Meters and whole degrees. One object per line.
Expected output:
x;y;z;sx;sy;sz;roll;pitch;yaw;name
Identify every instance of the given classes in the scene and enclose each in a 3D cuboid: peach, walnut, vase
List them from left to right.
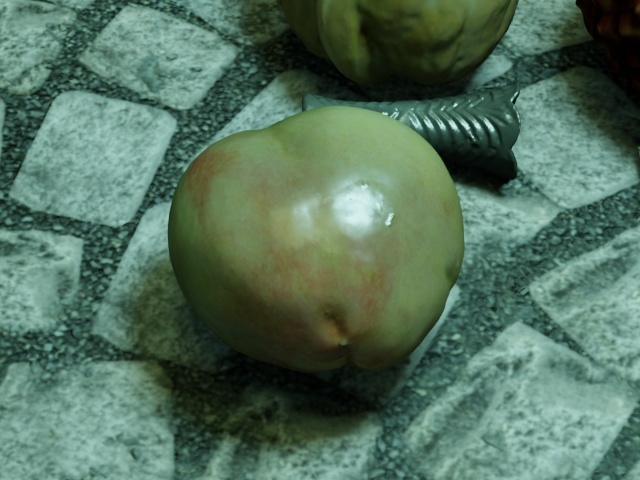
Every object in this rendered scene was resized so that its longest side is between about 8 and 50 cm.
-0.001;0.001;1.568;0.292;0.247;0.292;5;26;-2;peach
0.084;-0.311;1.830;0.296;0.285;0.285;14;49;22;walnut
0.098;-0.124;1.782;0.237;0.115;0.115;2;49;3;vase

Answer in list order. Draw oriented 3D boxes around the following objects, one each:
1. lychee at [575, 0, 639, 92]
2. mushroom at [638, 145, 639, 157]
0.524;-0.318;1.751;0.500;0.424;0.424;-11;46;19;lychee
0.396;-0.100;1.794;0.083;0.067;0.083;-1;43;1;mushroom
